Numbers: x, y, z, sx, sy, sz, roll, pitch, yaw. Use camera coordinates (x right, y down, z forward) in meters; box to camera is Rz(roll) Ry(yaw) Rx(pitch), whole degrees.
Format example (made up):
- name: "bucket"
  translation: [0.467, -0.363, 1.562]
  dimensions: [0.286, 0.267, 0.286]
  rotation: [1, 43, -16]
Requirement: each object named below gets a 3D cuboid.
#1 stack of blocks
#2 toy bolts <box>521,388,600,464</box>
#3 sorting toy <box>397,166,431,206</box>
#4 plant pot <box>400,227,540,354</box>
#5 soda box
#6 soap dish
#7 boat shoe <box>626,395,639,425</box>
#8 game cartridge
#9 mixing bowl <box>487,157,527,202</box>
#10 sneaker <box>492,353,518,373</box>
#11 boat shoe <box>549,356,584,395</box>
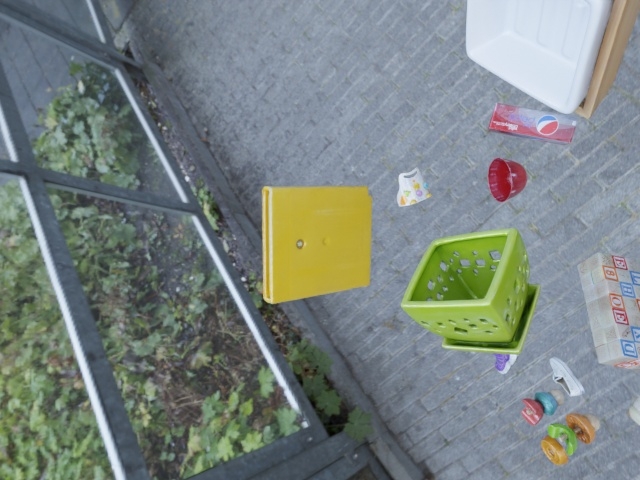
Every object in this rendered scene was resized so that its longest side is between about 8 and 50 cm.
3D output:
- name: "stack of blocks"
  translation: [0.832, 0.193, 1.217]
  dimensions: [0.171, 0.087, 0.296]
  rotation: [12, 59, -7]
- name: "toy bolts"
  translation: [0.846, 0.643, 1.579]
  dimensions: [0.159, 0.218, 0.228]
  rotation: [-22, 39, -13]
- name: "sorting toy"
  translation: [0.216, -0.128, 1.040]
  dimensions: [0.083, 0.045, 0.075]
  rotation: [-24, 103, -12]
- name: "plant pot"
  translation: [0.361, 0.130, 1.027]
  dimensions: [0.228, 0.207, 0.227]
  rotation: [-11, 35, 49]
- name: "soda box"
  translation: [0.714, -0.393, 1.517]
  dimensions: [0.264, 0.083, 0.092]
  rotation: [16, 100, 15]
- name: "soap dish"
  translation: [0.380, -0.372, 0.755]
  dimensions: [0.118, 0.228, 0.290]
  rotation: [-30, 52, -8]
- name: "boat shoe"
  translation: [1.043, 0.557, 1.235]
  dimensions: [0.341, 0.122, 0.110]
  rotation: [42, 107, 50]
- name: "game cartridge"
  translation: [0.000, 0.000, 1.159]
  dimensions: [0.053, 0.324, 0.284]
  rotation: [11, 103, 51]
- name: "mixing bowl"
  translation: [0.768, -0.250, 1.810]
  dimensions: [0.098, 0.181, 0.181]
  rotation: [-8, 77, -6]
- name: "sneaker"
  translation: [0.533, 0.331, 1.302]
  dimensions: [0.071, 0.169, 0.068]
  rotation: [31, 66, 26]
- name: "boat shoe"
  translation: [0.517, 0.292, 0.958]
  dimensions: [0.035, 0.035, 0.100]
  rotation: [-15, 35, -2]
